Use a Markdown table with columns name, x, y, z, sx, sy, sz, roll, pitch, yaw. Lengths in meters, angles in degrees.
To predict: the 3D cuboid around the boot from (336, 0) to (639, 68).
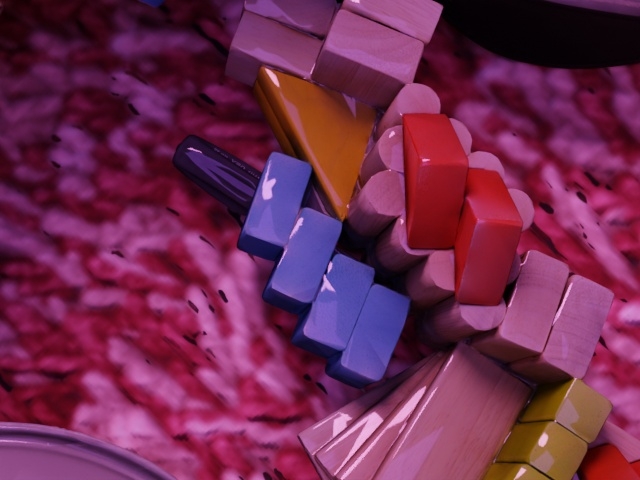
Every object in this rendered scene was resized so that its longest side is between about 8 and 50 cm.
| name | x | y | z | sx | sy | sz | roll | pitch | yaw |
| --- | --- | --- | --- | --- | --- | --- | --- | --- | --- |
| boot | 0.082 | -0.216 | 0.532 | 0.263 | 0.091 | 0.229 | 16 | 83 | 0 |

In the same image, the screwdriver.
| name | x | y | z | sx | sy | sz | roll | pitch | yaw |
| --- | --- | --- | --- | --- | --- | --- | --- | --- | --- |
| screwdriver | 0.000 | 0.000 | 0.561 | 0.170 | 0.025 | 0.024 | 34 | 88 | -5 |

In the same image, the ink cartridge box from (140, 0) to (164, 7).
| name | x | y | z | sx | sy | sz | roll | pitch | yaw |
| --- | --- | --- | --- | --- | --- | --- | --- | --- | --- |
| ink cartridge box | -0.069 | -0.249 | 0.440 | 0.232 | 0.168 | 0.171 | -38 | 64 | 22 |

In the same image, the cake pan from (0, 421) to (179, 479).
| name | x | y | z | sx | sy | sz | roll | pitch | yaw |
| --- | --- | --- | --- | --- | --- | --- | --- | --- | --- |
| cake pan | -0.152 | 0.231 | 0.503 | 0.293 | 0.054 | 0.293 | 0 | 91 | -10 |

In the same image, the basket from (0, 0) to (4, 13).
| name | x | y | z | sx | sy | sz | roll | pitch | yaw |
| --- | --- | --- | --- | --- | --- | --- | --- | --- | --- |
| basket | -0.283 | -0.151 | 0.455 | 0.289 | 0.255 | 0.201 | 37 | 114 | -9 |

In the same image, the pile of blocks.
| name | x | y | z | sx | sy | sz | roll | pitch | yaw |
| --- | --- | --- | --- | --- | --- | --- | --- | --- | --- |
| pile of blocks | 0.051 | 0.035 | 0.489 | 0.149 | 0.112 | 0.362 | -32 | 85 | -14 |
